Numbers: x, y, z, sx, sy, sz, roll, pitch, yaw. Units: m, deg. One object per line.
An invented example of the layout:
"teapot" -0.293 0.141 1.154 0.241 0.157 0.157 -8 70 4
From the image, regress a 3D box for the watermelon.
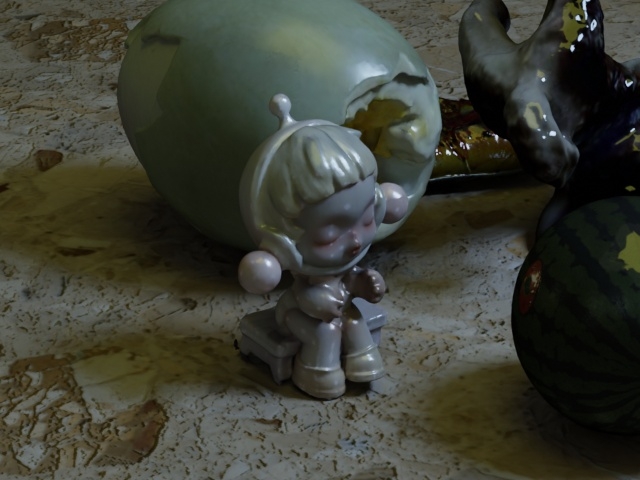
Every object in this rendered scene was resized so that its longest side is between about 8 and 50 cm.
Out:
"watermelon" 0.266 0.063 1.503 0.212 0.212 0.212 3 25 -1

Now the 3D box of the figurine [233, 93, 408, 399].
"figurine" -0.001 -0.004 1.553 0.182 0.256 0.144 -7 25 -17

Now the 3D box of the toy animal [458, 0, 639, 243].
"toy animal" 0.278 -0.112 1.822 0.194 0.344 0.302 -27 40 27

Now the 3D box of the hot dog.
"hot dog" 0.149 -0.120 2.019 0.270 0.082 0.162 -8 26 -20

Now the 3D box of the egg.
"egg" -0.058 -0.129 1.779 0.336 0.278 0.278 19 29 31
